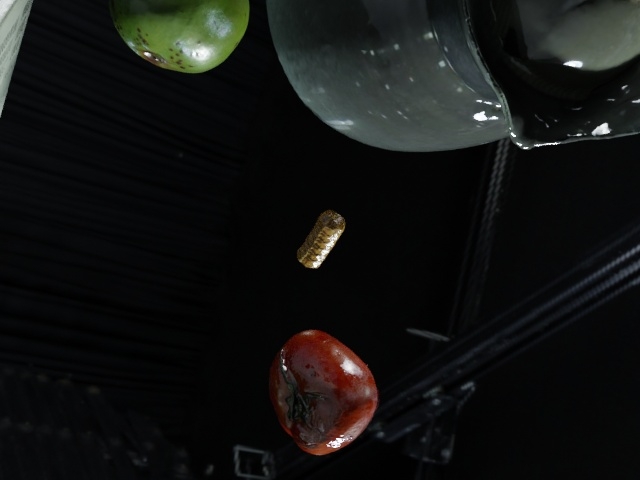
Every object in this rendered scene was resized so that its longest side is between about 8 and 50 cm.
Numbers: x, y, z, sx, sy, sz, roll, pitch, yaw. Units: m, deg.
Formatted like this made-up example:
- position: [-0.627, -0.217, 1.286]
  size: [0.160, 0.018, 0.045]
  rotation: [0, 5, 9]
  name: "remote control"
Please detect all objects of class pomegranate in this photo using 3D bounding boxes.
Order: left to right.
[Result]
- position: [-0.165, -0.330, 1.019]
  size: [0.181, 0.181, 0.224]
  rotation: [12, -112, 53]
  name: "pomegranate"

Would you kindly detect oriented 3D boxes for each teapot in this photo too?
- position: [0.140, -0.178, 0.482]
  size: [0.305, 0.223, 0.285]
  rotation: [-38, -156, -10]
  name: "teapot"

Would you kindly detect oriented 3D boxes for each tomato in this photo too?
- position: [-0.014, 0.282, 1.415]
  size: [0.228, 0.101, 0.228]
  rotation: [8, -77, 37]
  name: "tomato"

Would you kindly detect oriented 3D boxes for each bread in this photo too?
- position: [0.000, 0.000, 1.452]
  size: [0.044, 0.052, 0.157]
  rotation: [-50, 176, -39]
  name: "bread"

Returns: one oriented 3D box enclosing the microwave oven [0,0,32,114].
- position: [-0.336, -0.135, 0.625]
  size: [0.240, 0.145, 0.194]
  rotation: [-40, -148, 53]
  name: "microwave oven"
